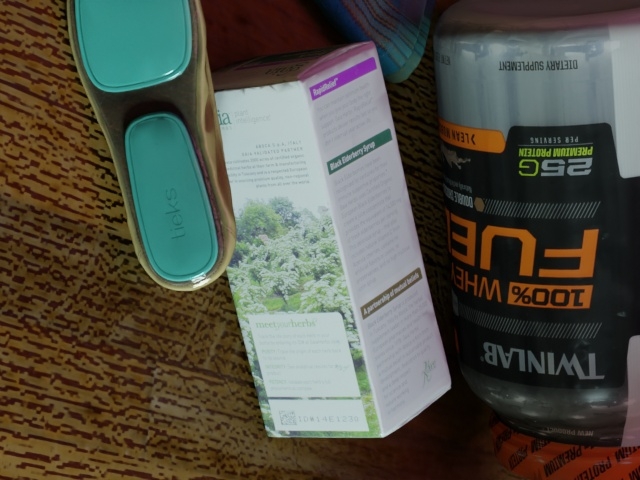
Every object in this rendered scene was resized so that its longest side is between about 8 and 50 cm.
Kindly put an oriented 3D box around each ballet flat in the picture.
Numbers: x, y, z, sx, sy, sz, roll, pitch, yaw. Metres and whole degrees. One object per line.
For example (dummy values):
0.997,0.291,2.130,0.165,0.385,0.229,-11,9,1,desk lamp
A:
-0.097,-0.086,1.138,0.073,0.080,0.232,-64,147,-78,ballet flat

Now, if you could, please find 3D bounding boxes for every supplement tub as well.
0.193,-0.009,1.398,0.207,0.207,0.338,-26,115,-53,supplement tub

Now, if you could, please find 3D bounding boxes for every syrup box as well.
0.000,0.000,1.233,0.096,0.093,0.237,-30,111,-52,syrup box

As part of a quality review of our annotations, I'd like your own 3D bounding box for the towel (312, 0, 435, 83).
-0.001,-0.317,1.311,0.370,0.040,0.271,50,48,-41,towel
